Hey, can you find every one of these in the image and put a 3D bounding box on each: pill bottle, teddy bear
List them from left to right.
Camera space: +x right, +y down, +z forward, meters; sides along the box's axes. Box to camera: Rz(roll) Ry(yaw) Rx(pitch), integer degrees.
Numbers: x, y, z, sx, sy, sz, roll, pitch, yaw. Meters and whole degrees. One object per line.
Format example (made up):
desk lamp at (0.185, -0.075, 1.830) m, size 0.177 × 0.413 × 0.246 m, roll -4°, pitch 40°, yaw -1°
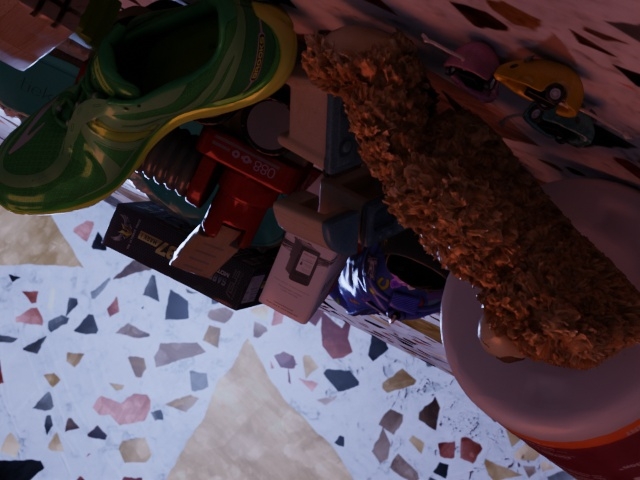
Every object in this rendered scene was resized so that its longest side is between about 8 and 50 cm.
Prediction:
teddy bear at (0.100, -0.030, 1.399) m, size 0.338 × 0.113 × 0.245 m, roll 48°, pitch -179°, yaw -12°
pill bottle at (0.280, 0.115, 1.637) m, size 0.224 × 0.224 × 0.392 m, roll 23°, pitch 172°, yaw 34°

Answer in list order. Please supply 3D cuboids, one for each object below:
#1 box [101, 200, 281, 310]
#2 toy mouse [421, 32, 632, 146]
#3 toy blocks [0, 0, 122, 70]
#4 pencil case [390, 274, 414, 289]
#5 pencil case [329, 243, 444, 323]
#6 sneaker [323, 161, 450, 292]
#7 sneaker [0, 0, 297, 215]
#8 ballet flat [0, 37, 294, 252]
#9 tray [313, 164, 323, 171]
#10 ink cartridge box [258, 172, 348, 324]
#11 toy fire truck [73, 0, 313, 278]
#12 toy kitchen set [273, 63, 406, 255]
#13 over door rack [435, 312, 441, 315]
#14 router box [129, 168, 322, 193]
box at (-0.130, 0.013, 2.193) m, size 0.183 × 0.059 × 0.233 m, roll 26°, pitch -171°, yaw 13°
toy mouse at (0.144, -0.107, 1.317) m, size 0.161 × 0.031 × 0.143 m, roll 27°, pitch 173°, yaw 4°
toy blocks at (-0.291, -0.263, 1.376) m, size 0.381 × 0.190 × 0.261 m, roll 29°, pitch 161°, yaw -18°
pencil case at (0.159, 0.018, 1.808) m, size 0.206 × 0.088 × 0.086 m, roll 8°, pitch 176°, yaw 33°
pencil case at (0.079, 0.032, 2.169) m, size 0.119 × 0.133 × 0.306 m, roll 26°, pitch 174°, yaw -10°
sneaker at (0.064, -0.028, 1.769) m, size 0.222 × 0.118 × 0.083 m, roll 14°, pitch 149°, yaw 44°
sneaker at (-0.163, -0.125, 1.516) m, size 0.123 × 0.295 × 0.109 m, roll 31°, pitch -147°, yaw -55°
ballet flat at (-0.197, -0.140, 2.115) m, size 0.409 × 0.147 × 0.147 m, roll 31°, pitch 173°, yaw -8°
tray at (0.057, -0.070, 1.930) m, size 0.270 × 0.030 × 0.145 m, roll 28°, pitch 172°, yaw -2°
ink cartridge box at (0.000, 0.000, 2.041) m, size 0.063 × 0.150 × 0.109 m, roll 28°, pitch -150°, yaw 8°
toy fire truck at (-0.124, -0.071, 1.687) m, size 0.217 × 0.246 × 0.158 m, roll 27°, pitch -159°, yaw 4°
toy kitchen set at (0.074, -0.083, 1.585) m, size 0.122 × 0.166 × 0.207 m, roll 23°, pitch -147°, yaw 36°
over door rack at (0.253, 0.150, 2.329) m, size 0.324 × 0.108 × 0.239 m, roll 35°, pitch 174°, yaw 8°
router box at (-0.123, -0.076, 2.351) m, size 0.301 × 0.082 × 0.335 m, roll 26°, pitch 173°, yaw 9°
